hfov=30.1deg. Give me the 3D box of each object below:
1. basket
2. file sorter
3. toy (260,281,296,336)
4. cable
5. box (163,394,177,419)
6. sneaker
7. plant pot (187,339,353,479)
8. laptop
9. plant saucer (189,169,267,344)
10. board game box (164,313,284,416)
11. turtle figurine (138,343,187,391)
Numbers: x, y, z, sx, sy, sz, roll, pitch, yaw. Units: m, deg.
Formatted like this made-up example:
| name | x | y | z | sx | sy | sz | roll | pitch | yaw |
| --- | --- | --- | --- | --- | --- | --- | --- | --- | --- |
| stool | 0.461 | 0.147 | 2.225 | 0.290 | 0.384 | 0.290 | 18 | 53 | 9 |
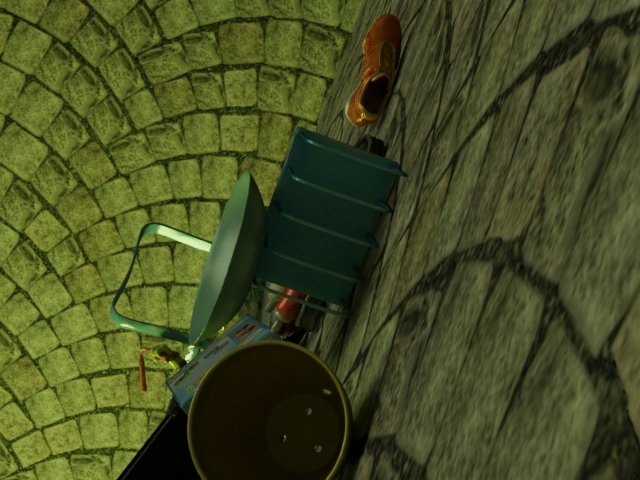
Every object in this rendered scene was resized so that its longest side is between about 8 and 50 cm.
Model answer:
| name | x | y | z | sx | sy | sz | roll | pitch | yaw |
| --- | --- | --- | --- | --- | --- | --- | --- | --- | --- |
| basket | -0.191 | 0.088 | 2.014 | 0.255 | 0.289 | 0.201 | -80 | 6 | -50 |
| file sorter | 0.005 | -0.017 | 1.253 | 0.104 | 0.118 | 0.170 | -116 | 46 | -79 |
| toy | -0.060 | 0.116 | 1.822 | 0.137 | 0.056 | 0.237 | 115 | 168 | -49 |
| cable | 0.000 | 0.000 | 1.517 | 0.139 | 0.072 | 0.287 | -88 | 18 | -59 |
| box | -0.260 | 0.395 | 2.466 | 0.247 | 0.142 | 0.163 | 117 | 170 | -65 |
| sneaker | 0.088 | -0.241 | 1.682 | 0.067 | 0.064 | 0.175 | -14 | 59 | 60 |
| plant pot | -0.028 | 0.154 | 0.969 | 0.134 | 0.134 | 0.095 | -71 | -21 | -7 |
| laptop | -0.162 | 0.376 | 1.620 | 0.382 | 0.236 | 0.408 | -52 | -40 | -53 |
| plant saucer | -0.092 | 0.023 | 1.261 | 0.195 | 0.037 | 0.195 | -161 | 90 | -79 |
| board game box | -0.136 | 0.174 | 1.661 | 0.160 | 0.039 | 0.211 | -40 | 9 | -9 |
| turtle figurine | -0.167 | 0.255 | 1.904 | 0.087 | 0.269 | 0.217 | -29 | -4 | -45 |
